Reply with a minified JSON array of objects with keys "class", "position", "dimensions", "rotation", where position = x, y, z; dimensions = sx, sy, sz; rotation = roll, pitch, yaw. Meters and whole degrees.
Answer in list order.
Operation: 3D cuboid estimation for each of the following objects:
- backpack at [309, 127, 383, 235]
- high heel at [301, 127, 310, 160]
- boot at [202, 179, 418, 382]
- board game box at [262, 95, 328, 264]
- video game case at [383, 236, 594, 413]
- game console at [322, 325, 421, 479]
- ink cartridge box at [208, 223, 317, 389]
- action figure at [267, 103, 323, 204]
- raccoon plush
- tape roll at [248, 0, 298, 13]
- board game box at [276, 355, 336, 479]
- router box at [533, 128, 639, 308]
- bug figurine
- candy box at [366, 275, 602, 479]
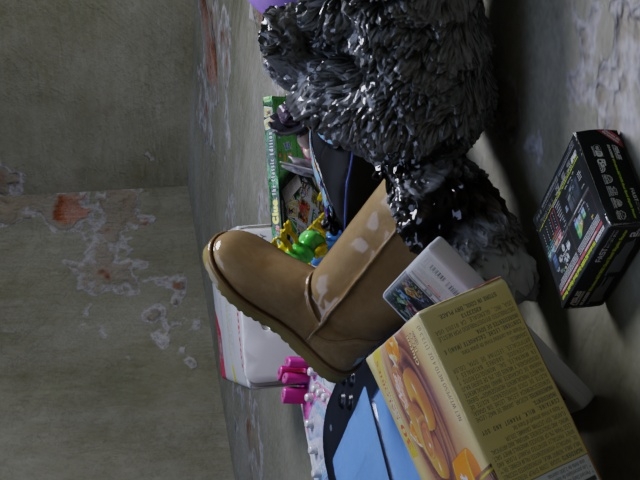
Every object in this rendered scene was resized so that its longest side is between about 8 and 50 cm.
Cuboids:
[{"class":"backpack","position":[0.048,-0.109,1.362],"dimensions":[0.173,0.117,0.158],"rotation":[-109,19,-51]},{"class":"high heel","position":[0.013,-0.275,1.695],"dimensions":[0.181,0.127,0.377],"rotation":[49,-135,-65]},{"class":"boot","position":[0.023,0.007,1.277],"dimensions":[0.269,0.236,0.089],"rotation":[-50,1,42]},{"class":"board game box","position":[-0.023,-0.092,1.841],"dimensions":[0.030,0.136,0.259],"rotation":[-3,91,50]},{"class":"video game case","position":[0.147,0.092,1.088],"dimensions":[0.190,0.022,0.173],"rotation":[46,161,5]},{"class":"game console","position":[0.086,0.251,1.340],"dimensions":[0.386,0.060,0.342],"rotation":[-105,22,-46]},{"class":"ink cartridge box","position":[-0.094,0.118,2.161],"dimensions":[0.385,0.160,0.279],"rotation":[167,99,-78]},{"class":"action figure","position":[0.028,-0.174,1.493],"dimensions":[0.099,0.185,0.285],"rotation":[-59,-26,-76]},{"class":"raccoon plush","position":[0.140,-0.194,1.104],"dimensions":[0.446,0.216,0.299],"rotation":[50,139,16]},{"class":"tape roll","position":[-0.016,-0.378,1.563],"dimensions":[0.080,0.189,0.189],"rotation":[113,151,-67]},{"class":"board game box","position":[0.037,0.257,1.683],"dimensions":[0.390,0.050,0.390],"rotation":[118,148,-50]},{"class":"router box","position":[0.214,-0.016,0.947],"dimensions":[0.122,0.038,0.092],"rotation":[103,160,-55]},{"class":"bug figurine","position":[0.000,0.000,1.671],"dimensions":[0.072,0.216,0.279],"rotation":[40,158,8]},{"class":"candy box","position":[0.156,0.206,0.974],"dimensions":[0.316,0.088,0.183],"rotation":[65,164,11]}]
